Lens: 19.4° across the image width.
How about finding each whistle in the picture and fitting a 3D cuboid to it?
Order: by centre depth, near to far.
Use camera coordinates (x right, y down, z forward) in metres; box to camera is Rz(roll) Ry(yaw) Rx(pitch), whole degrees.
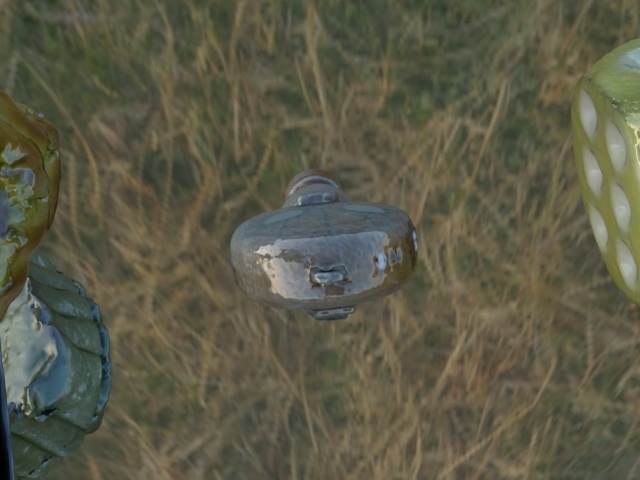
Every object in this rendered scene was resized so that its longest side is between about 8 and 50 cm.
[{"bbox_3d":[0.000,0.000,1.110,0.107,0.220,0.057,-6,105,-2],"label":"whistle"}]

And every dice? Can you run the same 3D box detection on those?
[{"bbox_3d":[0.287,-0.053,1.355,0.169,0.166,0.169,-13,118,-7],"label":"dice"}]

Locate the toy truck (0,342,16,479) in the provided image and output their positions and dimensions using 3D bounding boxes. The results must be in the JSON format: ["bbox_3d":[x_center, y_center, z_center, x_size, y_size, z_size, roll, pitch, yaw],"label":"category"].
[{"bbox_3d":[-0.300,0.069,0.544,0.405,0.254,0.180,1,71,-37],"label":"toy truck"}]

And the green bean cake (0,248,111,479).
[{"bbox_3d":[-0.304,0.123,1.685,0.227,0.125,0.222,-43,49,13],"label":"green bean cake"}]

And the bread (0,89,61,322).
[{"bbox_3d":[-0.236,-0.012,0.816,0.222,0.096,0.181,21,111,-12],"label":"bread"}]
